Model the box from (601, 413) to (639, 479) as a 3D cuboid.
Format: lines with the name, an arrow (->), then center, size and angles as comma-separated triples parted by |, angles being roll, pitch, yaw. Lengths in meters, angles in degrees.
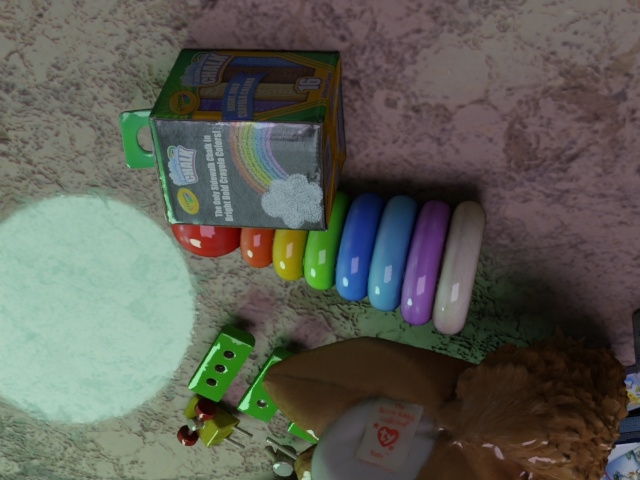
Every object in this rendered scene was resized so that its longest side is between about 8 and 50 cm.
box -> 0.416, 0.300, 1.407 | 0.159, 0.044, 0.233 | -11, 129, 18

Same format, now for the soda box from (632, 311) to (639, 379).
soda box -> 0.470, 0.173, 1.272 | 0.286, 0.098, 0.091 | 39, 126, -19

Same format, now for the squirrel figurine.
squirrel figurine -> 0.171, 0.265, 1.265 | 0.397, 0.281, 0.370 | -26, 143, 12

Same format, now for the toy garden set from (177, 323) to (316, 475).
toy garden set -> -0.048, 0.212, 1.437 | 0.244, 0.049, 0.204 | 25, 126, -10

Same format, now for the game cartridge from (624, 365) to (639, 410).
game cartridge -> 0.354, 0.175, 1.349 | 0.083, 0.017, 0.056 | -27, 115, 28

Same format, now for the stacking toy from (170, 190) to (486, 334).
stacking toy -> 0.000, 0.000, 1.211 | 0.330, 0.141, 0.141 | 11, 129, 7

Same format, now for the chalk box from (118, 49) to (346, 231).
chalk box -> -0.090, -0.102, 1.144 | 0.213, 0.132, 0.132 | 4, 129, 9
